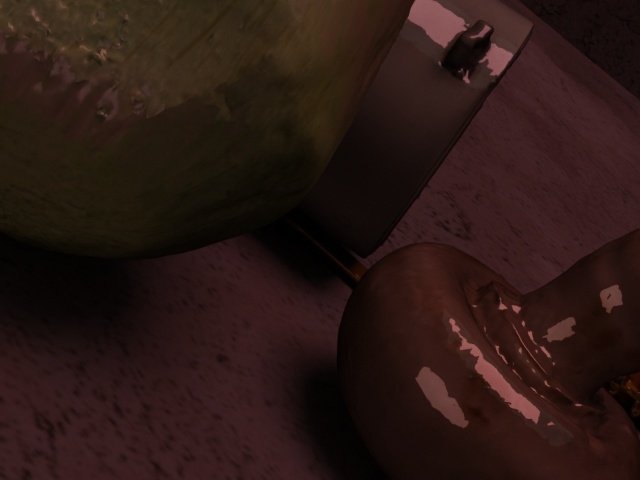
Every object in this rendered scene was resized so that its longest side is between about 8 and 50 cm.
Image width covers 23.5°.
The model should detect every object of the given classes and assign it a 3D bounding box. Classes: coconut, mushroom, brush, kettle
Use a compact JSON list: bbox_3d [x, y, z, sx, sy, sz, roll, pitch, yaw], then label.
[{"bbox_3d":[-0.099,-0.156,0.814,0.328,0.328,0.281,53,-16,32],"label":"coconut"},{"bbox_3d":[0.110,0.077,0.890,0.206,0.209,0.206,15,48,-18],"label":"mushroom"},{"bbox_3d":[0.000,0.000,1.114,0.218,0.010,0.082,42,19,5],"label":"brush"},{"bbox_3d":[-0.034,-0.159,1.054,0.318,0.205,0.265,37,4,1],"label":"kettle"}]

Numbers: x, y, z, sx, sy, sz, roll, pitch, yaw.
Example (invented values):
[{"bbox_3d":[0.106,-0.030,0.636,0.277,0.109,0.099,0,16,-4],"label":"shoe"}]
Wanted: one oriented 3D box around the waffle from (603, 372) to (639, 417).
[{"bbox_3d":[0.260,0.118,1.292,0.192,0.046,0.160,18,29,-47],"label":"waffle"}]
